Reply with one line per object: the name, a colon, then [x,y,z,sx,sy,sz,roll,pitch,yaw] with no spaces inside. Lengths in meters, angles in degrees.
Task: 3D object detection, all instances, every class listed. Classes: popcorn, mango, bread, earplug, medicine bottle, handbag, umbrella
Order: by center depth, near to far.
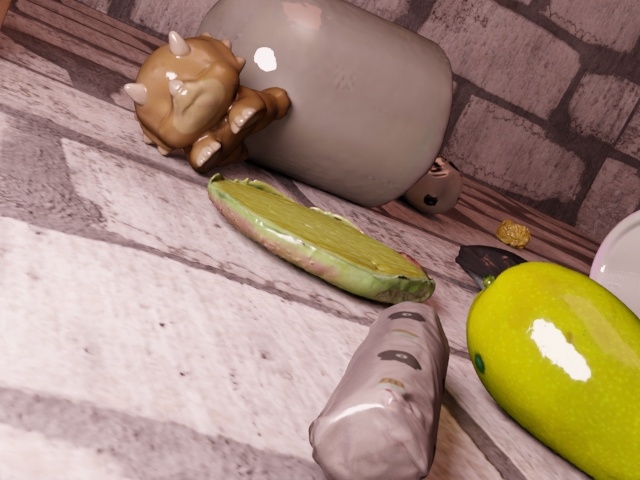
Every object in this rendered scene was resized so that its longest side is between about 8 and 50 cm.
umbrella: [0.056,0.099,0.657,0.073,0.067,0.337,-15,4,12]
mango: [0.248,0.134,0.774,0.293,0.143,0.175,44,12,27]
bread: [-0.005,-0.003,1.047,0.301,0.045,0.301,26,9,-4]
handbag: [0.333,0.096,1.269,0.192,0.074,0.332,19,12,-35]
earplug: [-0.020,-0.252,1.477,0.394,0.312,0.312,17,14,-31]
medicine bottle: [0.616,0.088,1.482,0.241,0.252,0.252,20,13,-32]
popcorn: [0.453,-0.015,2.085,0.082,0.057,0.083,23,13,20]

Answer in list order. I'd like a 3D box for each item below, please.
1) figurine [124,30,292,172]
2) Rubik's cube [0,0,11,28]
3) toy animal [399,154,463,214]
figurine: [-0.166,-0.195,1.219,0.173,0.177,0.247,45,24,2]
Rubik's cube: [-0.542,-0.394,1.157,0.231,0.221,0.225,28,12,7]
toy animal: [0.232,-0.135,1.921,0.166,0.138,0.179,-3,22,-36]
